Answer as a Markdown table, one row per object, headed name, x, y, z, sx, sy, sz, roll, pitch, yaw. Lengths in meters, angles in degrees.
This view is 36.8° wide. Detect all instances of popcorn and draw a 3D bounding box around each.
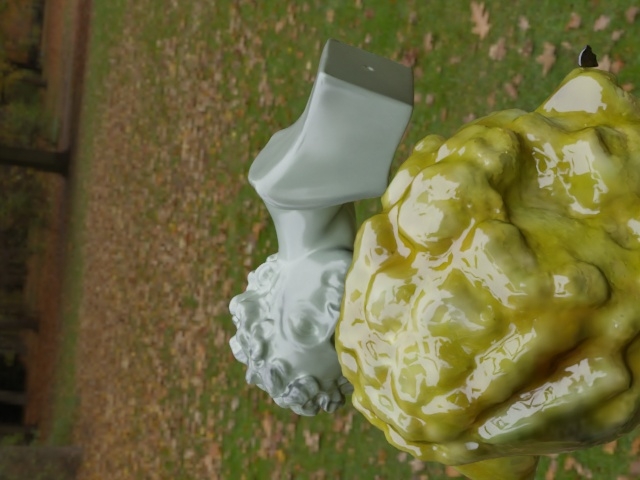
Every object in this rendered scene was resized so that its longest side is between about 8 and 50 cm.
| name | x | y | z | sx | sy | sz | roll | pitch | yaw |
| --- | --- | --- | --- | --- | --- | --- | --- | --- | --- |
| popcorn | 0.103 | 0.022 | 0.475 | 0.189 | 0.218 | 0.170 | 115 | 135 | -62 |

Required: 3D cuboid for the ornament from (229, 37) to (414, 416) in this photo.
| name | x | y | z | sx | sy | sz | roll | pitch | yaw |
| --- | --- | --- | --- | --- | --- | --- | --- | --- | --- |
| ornament | -0.003 | -0.010 | 0.740 | 0.130 | 0.120 | 0.285 | -71 | -10 | -73 |
